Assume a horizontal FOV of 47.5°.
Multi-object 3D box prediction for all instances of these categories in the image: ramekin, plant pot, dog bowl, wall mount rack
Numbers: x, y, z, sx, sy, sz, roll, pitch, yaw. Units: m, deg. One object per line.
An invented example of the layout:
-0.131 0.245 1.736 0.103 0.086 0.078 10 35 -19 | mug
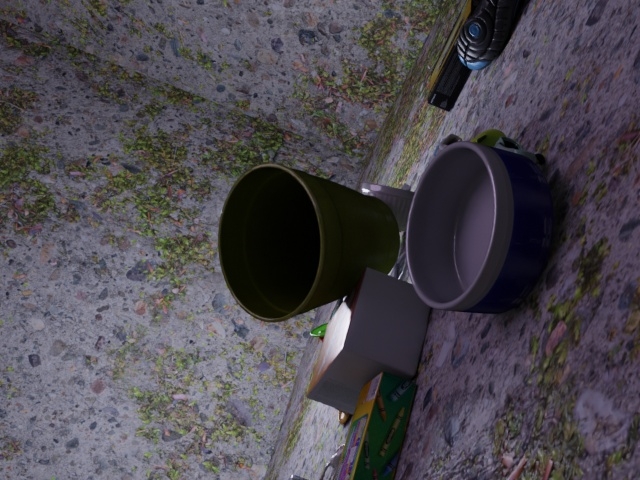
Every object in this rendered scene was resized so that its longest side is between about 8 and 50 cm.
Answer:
0.204 -0.085 1.968 0.207 0.207 0.108 -121 43 -85 | ramekin
0.000 0.000 1.788 0.353 0.366 0.366 -3 -57 -45 | plant pot
0.241 -0.018 1.146 0.265 0.104 0.264 -172 90 -68 | dog bowl
0.130 0.180 2.053 0.304 0.131 0.350 -75 6 -57 | wall mount rack

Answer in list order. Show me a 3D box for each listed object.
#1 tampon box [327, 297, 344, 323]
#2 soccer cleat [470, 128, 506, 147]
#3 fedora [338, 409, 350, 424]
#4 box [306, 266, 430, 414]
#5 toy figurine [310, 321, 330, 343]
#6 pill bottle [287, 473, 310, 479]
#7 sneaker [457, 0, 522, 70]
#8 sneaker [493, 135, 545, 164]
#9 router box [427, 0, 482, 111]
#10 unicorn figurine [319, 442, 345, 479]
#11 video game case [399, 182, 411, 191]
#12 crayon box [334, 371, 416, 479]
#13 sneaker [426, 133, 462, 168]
0.084 0.276 2.385 0.161 0.102 0.120 -79 11 -72 | tampon box
0.299 -0.100 1.514 0.121 0.094 0.289 -56 -11 -76 | soccer cleat
0.062 0.426 2.072 0.194 0.079 0.194 -159 90 -87 | fedora
0.108 0.251 1.703 0.345 0.168 0.214 118 172 -57 | box
0.067 0.330 2.231 0.130 0.159 0.173 -9 12 45 | toy figurine
-0.019 0.618 1.735 0.078 0.137 0.078 -159 90 -87 | pill bottle
0.466 -0.593 1.876 0.140 0.125 0.340 -36 -23 -40 | sneaker
0.312 -0.107 1.309 0.256 0.094 0.151 -156 81 -76 | sneaker
0.437 -0.594 2.271 0.242 0.081 0.308 -74 6 -52 | router box
0.044 0.549 1.778 0.111 0.060 0.162 -60 -4 -16 | unicorn figurine
0.180 -0.021 2.202 0.285 0.025 0.204 -50 -18 -17 | video game case
0.103 0.424 1.488 0.165 0.081 0.278 119 171 -65 | crayon box
0.311 -0.182 1.815 0.228 0.088 0.092 -77 10 -49 | sneaker
